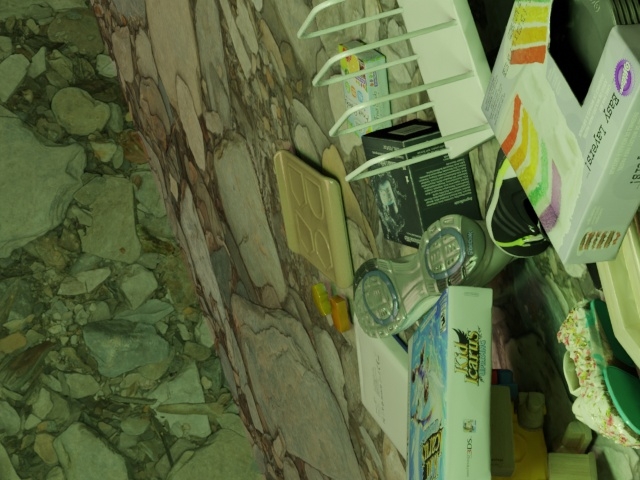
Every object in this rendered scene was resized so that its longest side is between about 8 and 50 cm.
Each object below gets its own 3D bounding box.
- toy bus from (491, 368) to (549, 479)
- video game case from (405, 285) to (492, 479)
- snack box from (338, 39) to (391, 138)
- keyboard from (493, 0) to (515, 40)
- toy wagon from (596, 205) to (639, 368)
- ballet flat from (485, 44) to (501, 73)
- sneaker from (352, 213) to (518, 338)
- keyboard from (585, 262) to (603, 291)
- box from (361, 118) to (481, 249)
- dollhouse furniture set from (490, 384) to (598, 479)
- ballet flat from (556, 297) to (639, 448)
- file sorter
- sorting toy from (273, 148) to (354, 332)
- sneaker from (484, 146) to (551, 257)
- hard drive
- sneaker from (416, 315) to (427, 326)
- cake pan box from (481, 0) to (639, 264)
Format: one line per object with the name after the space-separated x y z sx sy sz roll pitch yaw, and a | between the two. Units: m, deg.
0.224 0.265 1.939 0.220 0.149 0.211 152 114 -75 | toy bus
0.156 0.210 1.754 0.269 0.061 0.244 109 163 -70 | video game case
0.068 -0.221 2.123 0.100 0.037 0.141 -133 31 -57 | snack box
0.264 -0.257 1.500 0.317 0.033 0.201 144 115 -73 | keyboard
0.376 0.051 1.374 0.344 0.068 0.267 178 76 -71 | toy wagon
0.209 -0.191 1.732 0.057 0.049 0.173 45 165 2 | ballet flat
0.151 0.055 1.843 0.297 0.129 0.111 -29 68 50 | sneaker
0.303 -0.037 1.595 0.108 0.023 0.180 111 139 -73 | keyboard
0.139 -0.078 1.944 0.156 0.093 0.158 -161 55 -69 | box
0.257 0.277 1.786 0.123 0.151 0.144 100 172 -56 | dollhouse furniture set
0.310 0.159 1.550 0.077 0.091 0.241 -47 21 26 | ballet flat
0.080 -0.225 1.706 0.193 0.173 0.277 150 101 -78 | file sorter
0.000 0.000 2.546 0.229 0.041 0.307 33 137 58 | sorting toy
0.241 -0.027 1.611 0.234 0.084 0.097 73 175 -58 | sneaker
0.144 0.274 2.335 0.318 0.040 0.210 -131 30 -54 | hard drive
0.180 0.097 2.034 0.076 0.065 0.166 57 158 34 | sneaker
0.258 -0.151 1.388 0.267 0.070 0.245 104 152 -46 | cake pan box
